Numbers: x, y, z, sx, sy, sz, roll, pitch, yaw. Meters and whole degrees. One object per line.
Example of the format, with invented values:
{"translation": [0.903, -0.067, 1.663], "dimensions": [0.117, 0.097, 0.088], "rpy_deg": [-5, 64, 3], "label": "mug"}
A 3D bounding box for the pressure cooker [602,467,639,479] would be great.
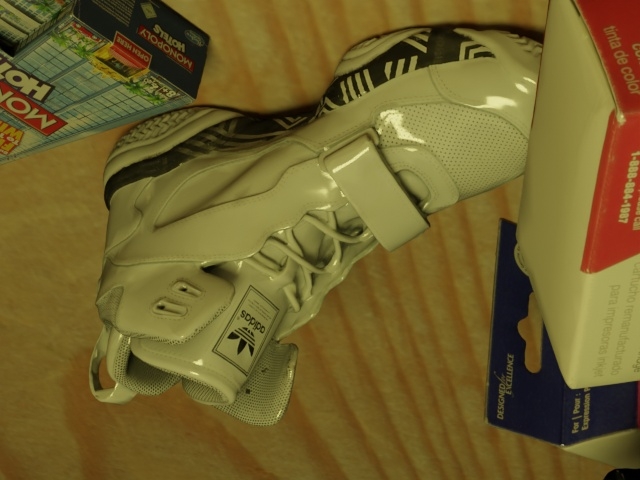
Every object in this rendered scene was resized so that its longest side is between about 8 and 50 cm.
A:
{"translation": [0.332, 0.295, 0.854], "dimensions": [0.421, 0.369, 0.375], "rpy_deg": [1, 148, 3], "label": "pressure cooker"}

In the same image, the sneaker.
{"translation": [0.000, 0.000, 0.940], "dimensions": [0.366, 0.210, 0.137], "rpy_deg": [-13, 141, 28], "label": "sneaker"}

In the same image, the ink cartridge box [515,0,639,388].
{"translation": [0.277, -0.047, 0.792], "dimensions": [0.306, 0.131, 0.226], "rpy_deg": [-6, 137, -4], "label": "ink cartridge box"}

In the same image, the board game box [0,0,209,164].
{"translation": [-0.210, -0.124, 0.942], "dimensions": [0.194, 0.060, 0.194], "rpy_deg": [33, 138, -31], "label": "board game box"}

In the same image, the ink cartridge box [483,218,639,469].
{"translation": [0.299, 0.100, 1.047], "dimensions": [0.371, 0.175, 0.069], "rpy_deg": [18, 145, -12], "label": "ink cartridge box"}
